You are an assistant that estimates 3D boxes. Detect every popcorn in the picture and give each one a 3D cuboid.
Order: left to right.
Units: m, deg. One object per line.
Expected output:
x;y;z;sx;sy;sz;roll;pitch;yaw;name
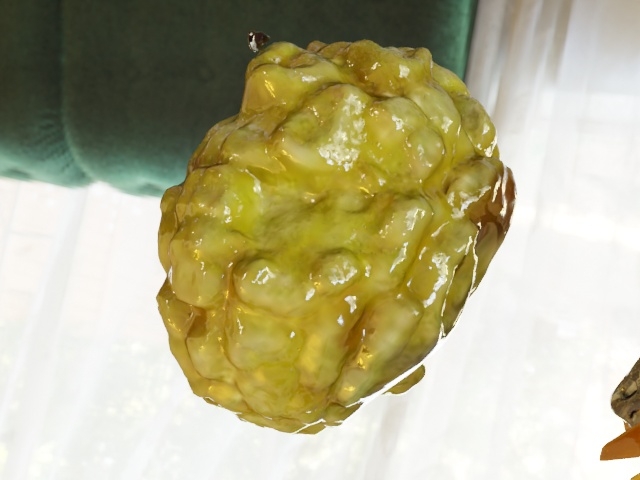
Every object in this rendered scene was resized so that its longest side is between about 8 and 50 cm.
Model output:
0.003;-0.001;0.591;0.169;0.218;0.189;36;166;10;popcorn

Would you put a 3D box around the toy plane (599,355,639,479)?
0.346;0.086;0.976;0.103;0.316;0.204;5;-155;-19;toy plane
